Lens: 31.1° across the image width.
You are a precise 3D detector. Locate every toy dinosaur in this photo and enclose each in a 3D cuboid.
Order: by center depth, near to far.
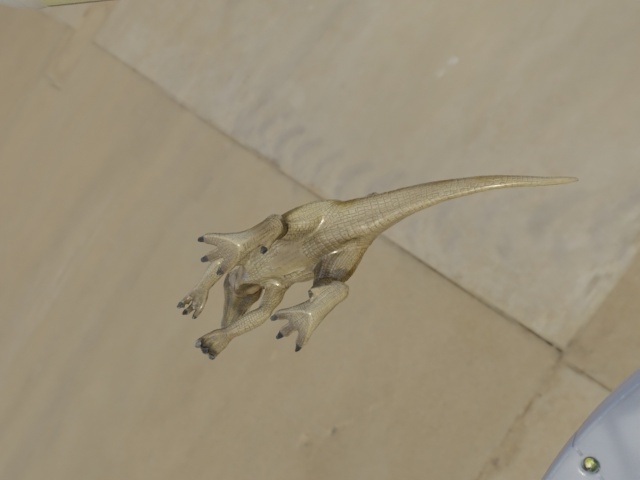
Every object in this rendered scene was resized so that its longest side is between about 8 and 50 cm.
[{"bbox_3d":[0.000,0.000,0.451,0.183,0.053,0.092,-24,9,40],"label":"toy dinosaur"}]

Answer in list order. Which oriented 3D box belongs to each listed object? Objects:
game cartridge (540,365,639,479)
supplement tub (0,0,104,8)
[{"bbox_3d":[0.292,0.148,0.758,0.294,0.196,0.060,-42,-2,25],"label":"game cartridge"},{"bbox_3d":[-0.109,-0.264,0.684,0.325,0.235,0.235,-5,39,2],"label":"supplement tub"}]
